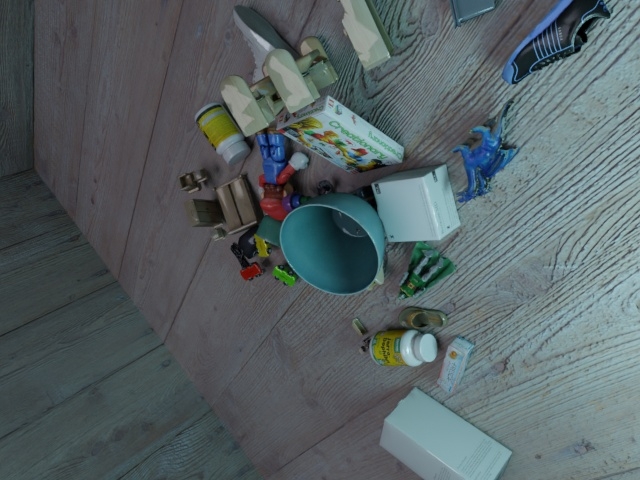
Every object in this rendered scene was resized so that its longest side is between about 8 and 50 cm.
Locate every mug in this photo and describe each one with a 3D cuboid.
[{"bbox_3d":[-0.163,-0.045,1.893,0.158,0.130,0.097,29,97,42],"label":"mug"}]

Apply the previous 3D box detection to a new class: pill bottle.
[{"bbox_3d":[0.268,0.347,1.694,0.209,0.118,0.117,-13,103,49],"label":"pill bottle"},{"bbox_3d":[-0.349,-0.383,1.888,0.208,0.119,0.119,55,139,6],"label":"pill bottle"}]

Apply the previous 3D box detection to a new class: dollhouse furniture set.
[{"bbox_3d":[-0.340,-0.176,2.065,0.356,0.174,0.302,-21,84,20],"label":"dollhouse furniture set"},{"bbox_3d":[0.156,0.319,1.830,0.081,0.091,0.114,-43,77,33],"label":"dollhouse furniture set"},{"bbox_3d":[-0.049,-0.494,1.326,0.395,0.362,0.256,-22,109,21],"label":"dollhouse furniture set"}]

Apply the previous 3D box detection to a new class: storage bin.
[{"bbox_3d":[0.324,-0.543,1.142,0.091,0.098,0.135,-10,106,19],"label":"storage bin"}]

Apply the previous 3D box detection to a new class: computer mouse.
[{"bbox_3d":[-0.283,0.059,2.128,0.262,0.060,0.184,-34,86,50],"label":"computer mouse"}]

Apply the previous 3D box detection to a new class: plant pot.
[{"bbox_3d":[0.059,-0.021,1.464,0.291,0.195,0.290,15,129,19],"label":"plant pot"}]

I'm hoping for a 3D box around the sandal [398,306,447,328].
[{"bbox_3d":[0.312,0.249,1.644,0.180,0.049,0.072,-5,109,47],"label":"sandal"}]

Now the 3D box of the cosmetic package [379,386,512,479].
[{"bbox_3d":[0.396,0.670,1.697,0.366,0.197,0.155,29,132,33],"label":"cosmetic package"}]

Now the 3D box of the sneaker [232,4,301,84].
[{"bbox_3d":[-0.193,-0.574,1.626,0.292,0.108,0.169,49,135,10],"label":"sneaker"}]

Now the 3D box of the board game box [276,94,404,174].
[{"bbox_3d":[0.058,-0.277,1.431,0.193,0.306,0.053,-8,65,48],"label":"board game box"}]

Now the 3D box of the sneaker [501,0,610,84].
[{"bbox_3d":[0.475,-0.397,1.072,0.090,0.082,0.232,55,139,17],"label":"sneaker"}]

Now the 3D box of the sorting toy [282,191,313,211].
[{"bbox_3d":[0.000,0.000,1.733,0.126,0.127,0.365,-2,121,40],"label":"sorting toy"}]

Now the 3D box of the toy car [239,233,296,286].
[{"bbox_3d":[-0.185,0.100,2.036,0.225,0.053,0.238,32,123,11],"label":"toy car"}]

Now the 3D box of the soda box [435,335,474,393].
[{"bbox_3d":[0.412,0.383,1.611,0.058,0.063,0.183,31,132,29],"label":"soda box"}]

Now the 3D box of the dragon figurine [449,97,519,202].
[{"bbox_3d":[0.409,-0.207,1.248,0.144,0.085,0.289,51,139,10],"label":"dragon figurine"}]

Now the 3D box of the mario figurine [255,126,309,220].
[{"bbox_3d":[-0.133,-0.227,1.792,0.198,0.170,0.320,-130,35,-73],"label":"mario figurine"}]

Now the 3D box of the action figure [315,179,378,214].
[{"bbox_3d":[0.067,-0.112,1.645,0.285,0.099,0.185,-7,119,52],"label":"action figure"}]

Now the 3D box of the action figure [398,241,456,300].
[{"bbox_3d":[0.293,0.115,1.580,0.137,0.063,0.232,43,140,14],"label":"action figure"}]

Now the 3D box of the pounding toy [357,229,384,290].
[{"bbox_3d":[0.088,0.055,1.611,0.270,0.154,0.155,31,147,-14],"label":"pounding toy"}]

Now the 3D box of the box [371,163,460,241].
[{"bbox_3d":[0.261,-0.099,1.437,0.182,0.119,0.180,-2,111,46],"label":"box"}]
